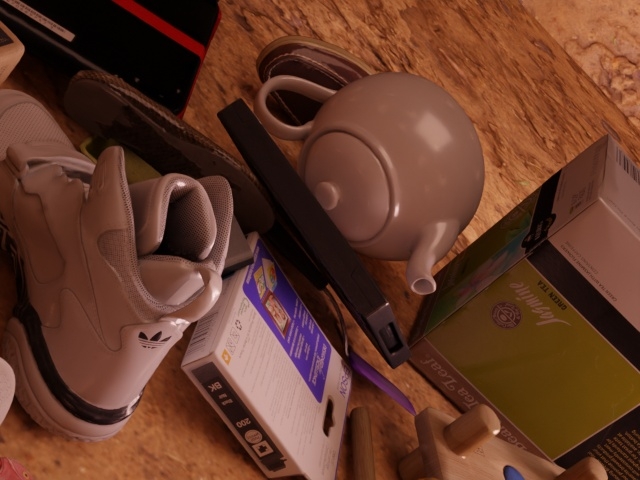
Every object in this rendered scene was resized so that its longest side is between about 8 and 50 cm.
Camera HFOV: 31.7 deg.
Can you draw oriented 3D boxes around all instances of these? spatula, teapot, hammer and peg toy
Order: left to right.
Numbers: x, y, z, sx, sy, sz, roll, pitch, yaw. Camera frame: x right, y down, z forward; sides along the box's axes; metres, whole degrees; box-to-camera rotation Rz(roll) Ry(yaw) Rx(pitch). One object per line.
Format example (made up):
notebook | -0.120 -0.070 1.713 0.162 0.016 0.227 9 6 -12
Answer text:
spatula | 0.010 0.075 1.246 0.296 0.030 0.084 55 3 -6
teapot | 0.059 -0.083 1.373 0.187 0.256 0.252 -23 110 -43
hammer and peg toy | 0.173 0.287 1.144 0.361 0.127 0.266 29 33 -31

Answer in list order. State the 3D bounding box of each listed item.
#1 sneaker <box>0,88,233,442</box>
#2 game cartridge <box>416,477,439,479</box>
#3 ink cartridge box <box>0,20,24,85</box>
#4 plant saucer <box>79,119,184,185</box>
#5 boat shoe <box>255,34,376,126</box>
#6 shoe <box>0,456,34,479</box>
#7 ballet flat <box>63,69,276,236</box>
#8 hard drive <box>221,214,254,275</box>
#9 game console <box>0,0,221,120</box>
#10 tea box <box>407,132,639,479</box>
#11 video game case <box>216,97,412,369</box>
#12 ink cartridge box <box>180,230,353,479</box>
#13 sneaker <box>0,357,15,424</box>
sneaker | -0.191 -0.031 0.960 0.137 0.210 0.365 16 41 -45
game cartridge | 0.083 0.387 0.816 0.285 0.053 0.323 46 62 -4
ink cartridge box | -0.341 -0.065 0.774 0.088 0.235 0.193 47 27 0
plant saucer | -0.163 -0.057 1.209 0.188 0.045 0.188 42 28 -8
boat shoe | 0.053 -0.148 1.552 0.342 0.123 0.123 39 27 -28
shoe | -0.199 0.202 0.808 0.178 0.063 0.081 15 44 -40
ballet flat | -0.148 -0.093 1.149 0.250 0.084 0.058 34 32 -11
hard drive | -0.144 0.005 1.089 0.135 0.022 0.094 -21 63 -14
game console | -0.300 -0.297 1.282 0.387 0.060 0.342 31 33 -14
tea box | 0.339 0.112 1.390 0.329 0.323 0.220 44 29 -7
video game case | 0.000 0.000 1.228 0.275 0.035 0.248 54 -3 20
ink cartridge box | -0.044 0.128 1.113 0.208 0.045 0.206 56 24 -23
sneaker | -0.313 0.049 0.693 0.147 0.104 0.295 20 -20 17
